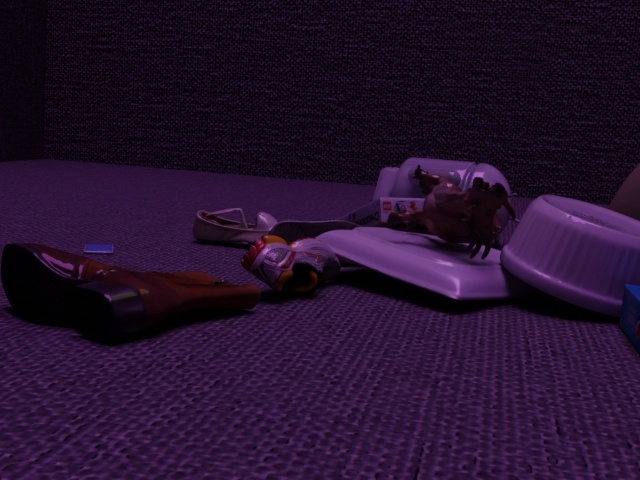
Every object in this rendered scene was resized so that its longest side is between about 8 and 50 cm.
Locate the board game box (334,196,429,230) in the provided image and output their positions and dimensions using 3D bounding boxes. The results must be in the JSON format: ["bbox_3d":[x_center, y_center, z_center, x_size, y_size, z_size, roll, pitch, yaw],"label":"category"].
[{"bbox_3d":[0.150,-0.034,1.710,0.193,0.053,0.305,0,-9,-20],"label":"board game box"}]

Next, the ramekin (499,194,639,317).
[{"bbox_3d":[0.447,0.018,1.357,0.273,0.127,0.273,14,16,-4],"label":"ramekin"}]

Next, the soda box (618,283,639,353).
[{"bbox_3d":[0.469,0.114,1.126,0.071,0.067,0.210,6,9,10],"label":"soda box"}]

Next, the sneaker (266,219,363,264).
[{"bbox_3d":[0.000,0.000,1.627,0.222,0.083,0.118,10,-5,-13],"label":"sneaker"}]

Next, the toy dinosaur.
[{"bbox_3d":[0.247,-0.040,1.440,0.200,0.127,0.296,22,1,18],"label":"toy dinosaur"}]

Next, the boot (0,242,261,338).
[{"bbox_3d":[-0.264,0.051,1.137,0.264,0.096,0.280,9,9,33],"label":"boot"}]

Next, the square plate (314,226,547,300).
[{"bbox_3d":[0.215,0.031,1.465,0.347,0.049,0.344,1,15,-45],"label":"square plate"}]

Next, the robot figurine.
[{"bbox_3d":[0.309,-0.096,1.983,0.354,0.199,0.300,8,-15,25],"label":"robot figurine"}]

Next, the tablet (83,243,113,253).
[{"bbox_3d":[-0.430,0.016,1.584,0.054,0.006,0.083,2,10,-14],"label":"tablet"}]

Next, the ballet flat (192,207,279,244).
[{"bbox_3d":[-0.153,-0.026,1.733,0.249,0.086,0.086,5,9,8],"label":"ballet flat"}]

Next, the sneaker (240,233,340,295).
[{"bbox_3d":[-0.034,0.053,1.327,0.093,0.088,0.225,44,21,26],"label":"sneaker"}]

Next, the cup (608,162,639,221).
[{"bbox_3d":[0.734,-0.048,1.665,0.331,0.331,0.237,-2,-16,-34],"label":"cup"}]
